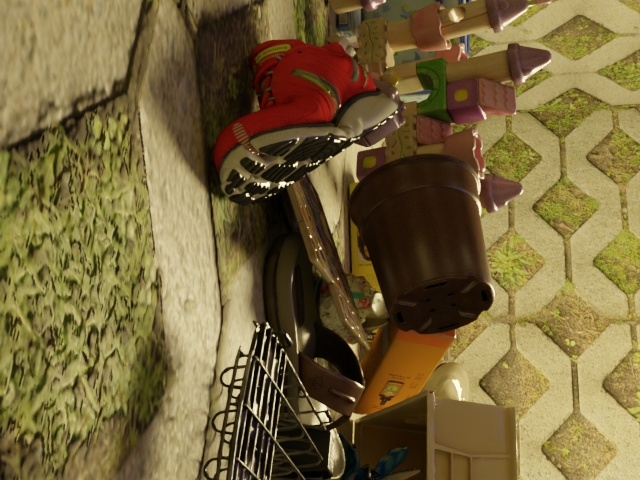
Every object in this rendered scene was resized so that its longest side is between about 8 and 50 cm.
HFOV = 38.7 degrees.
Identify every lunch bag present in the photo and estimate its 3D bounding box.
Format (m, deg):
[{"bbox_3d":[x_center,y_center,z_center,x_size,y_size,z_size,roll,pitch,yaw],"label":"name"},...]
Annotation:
[{"bbox_3d":[0.150,-0.329,1.444,0.090,0.176,0.219,28,62,-77],"label":"lunch bag"}]

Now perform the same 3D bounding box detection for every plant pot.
[{"bbox_3d":[0.127,0.012,1.091,0.167,0.167,0.165,72,7,-55],"label":"plant pot"}]

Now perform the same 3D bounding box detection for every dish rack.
[{"bbox_3d":[-0.046,0.196,0.707,0.271,0.074,0.208,69,21,-54],"label":"dish rack"}]

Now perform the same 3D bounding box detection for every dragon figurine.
[{"bbox_3d":[0.051,0.270,1.030,0.289,0.085,0.144,99,3,-50],"label":"dragon figurine"}]

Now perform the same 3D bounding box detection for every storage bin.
[{"bbox_3d":[0.137,0.349,1.173,0.262,0.123,0.260,135,-38,-64],"label":"storage bin"}]

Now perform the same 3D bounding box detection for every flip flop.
[{"bbox_3d":[0.002,0.123,0.909,0.112,0.080,0.277,-63,149,-69],"label":"flip flop"}]

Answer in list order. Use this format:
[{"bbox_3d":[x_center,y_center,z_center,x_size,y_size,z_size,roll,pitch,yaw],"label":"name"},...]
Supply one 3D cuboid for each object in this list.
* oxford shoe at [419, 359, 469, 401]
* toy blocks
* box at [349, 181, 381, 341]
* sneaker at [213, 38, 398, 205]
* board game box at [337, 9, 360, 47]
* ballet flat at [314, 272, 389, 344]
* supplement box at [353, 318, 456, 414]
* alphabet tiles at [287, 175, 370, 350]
[{"bbox_3d":[0.217,0.329,1.477,0.140,0.146,0.397,58,29,-22],"label":"oxford shoe"},{"bbox_3d":[0.169,-0.204,1.178,0.309,0.260,0.288,45,42,-56],"label":"toy blocks"},{"bbox_3d":[0.079,0.028,1.348,0.087,0.058,0.232,-16,104,-77],"label":"box"},{"bbox_3d":[-0.031,-0.115,0.791,0.118,0.107,0.279,55,26,-3],"label":"sneaker"},{"bbox_3d":[0.041,-0.331,1.296,0.090,0.020,0.090,27,62,-75],"label":"board game box"},{"bbox_3d":[0.050,0.089,1.157,0.241,0.077,0.091,30,59,-77],"label":"ballet flat"},{"bbox_3d":[0.109,0.158,1.242,0.233,0.078,0.080,111,-13,-47],"label":"supplement box"},{"bbox_3d":[0.000,0.000,0.933,0.237,0.009,0.198,55,16,-69],"label":"alphabet tiles"}]
